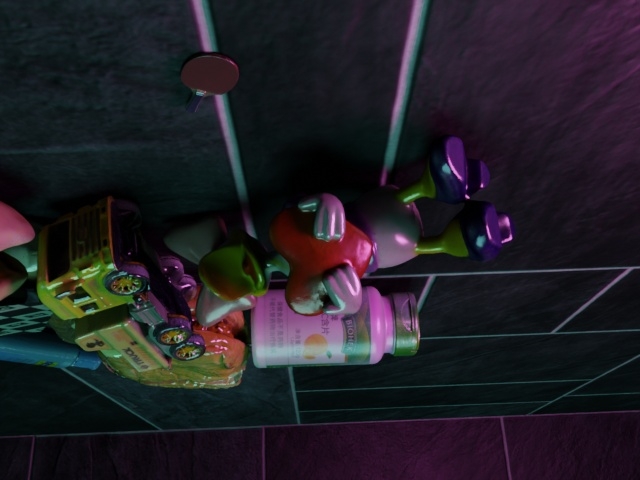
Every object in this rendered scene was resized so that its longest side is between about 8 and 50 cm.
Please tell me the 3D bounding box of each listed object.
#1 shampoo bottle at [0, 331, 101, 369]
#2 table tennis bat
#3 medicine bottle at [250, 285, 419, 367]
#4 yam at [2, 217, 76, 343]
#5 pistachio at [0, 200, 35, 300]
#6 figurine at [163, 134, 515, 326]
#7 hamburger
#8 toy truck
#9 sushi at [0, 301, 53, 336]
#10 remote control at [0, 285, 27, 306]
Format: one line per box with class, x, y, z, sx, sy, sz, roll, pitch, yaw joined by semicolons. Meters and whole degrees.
shampoo bottle;-0.550;0.211;1.319;0.104;0.061;0.258;-20;152;38
table tennis bat;-0.104;-0.140;0.605;0.050;0.007;0.083;9;152;-27
medicine bottle;0.024;0.143;1.130;0.274;0.133;0.133;-2;157;-3
yam;-0.387;0.072;0.989;0.081;0.081;0.356;1;157;-8
pistachio;-0.472;0.006;0.704;0.318;0.214;0.193;6;114;-37
figurine;0.003;0.000;0.787;0.421;0.154;0.193;-17;-171;13
hamburger;-0.244;0.161;1.129;0.259;0.144;0.283;4;151;-8
toy truck;-0.260;0.075;0.869;0.157;0.124;0.272;-19;144;2
sushi;-0.505;0.099;0.922;0.264;0.050;0.290;-6;168;-26
remote control;-0.608;0.072;1.005;0.313;0.055;0.109;5;160;-28
